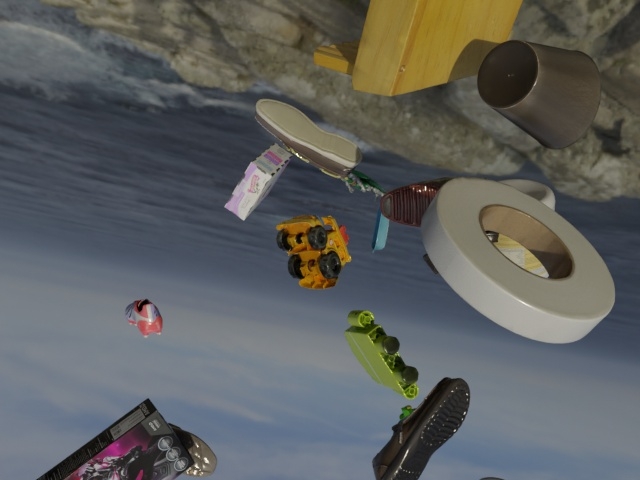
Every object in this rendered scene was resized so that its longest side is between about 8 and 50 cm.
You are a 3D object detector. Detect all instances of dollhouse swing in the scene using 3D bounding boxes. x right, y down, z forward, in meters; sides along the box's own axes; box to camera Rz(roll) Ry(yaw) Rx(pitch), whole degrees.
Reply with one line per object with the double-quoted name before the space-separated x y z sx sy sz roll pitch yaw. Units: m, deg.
"dollhouse swing" 0.190 -0.484 1.349 0.347 0.315 0.305 -22 -128 -34

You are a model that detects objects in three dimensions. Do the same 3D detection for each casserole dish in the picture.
"casserole dish" 0.207 -0.048 2.122 0.037 0.188 0.114 11 -176 -2

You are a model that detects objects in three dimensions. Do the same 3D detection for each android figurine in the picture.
"android figurine" 0.145 0.280 1.541 0.056 0.248 0.273 -34 -176 -16

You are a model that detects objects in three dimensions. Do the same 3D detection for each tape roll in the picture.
"tape roll" 0.381 0.024 1.217 0.392 0.392 0.072 13 130 -18

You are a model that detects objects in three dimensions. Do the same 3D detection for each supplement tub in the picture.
"supplement tub" 0.600 0.000 1.956 0.241 0.331 0.241 -7 -152 4

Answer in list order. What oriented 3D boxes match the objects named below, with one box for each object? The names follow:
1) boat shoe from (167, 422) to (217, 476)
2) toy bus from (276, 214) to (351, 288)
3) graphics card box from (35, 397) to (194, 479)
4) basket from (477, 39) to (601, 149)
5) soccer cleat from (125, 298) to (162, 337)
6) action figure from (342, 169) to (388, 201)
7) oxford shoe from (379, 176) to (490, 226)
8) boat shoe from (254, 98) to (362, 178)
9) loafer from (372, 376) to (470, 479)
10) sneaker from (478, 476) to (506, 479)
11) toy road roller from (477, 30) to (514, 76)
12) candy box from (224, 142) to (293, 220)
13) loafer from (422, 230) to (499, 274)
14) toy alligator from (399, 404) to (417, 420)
"boat shoe" -0.465 0.627 1.955 0.324 0.123 0.116 28 171 3
"toy bus" 0.000 0.000 1.831 0.149 0.211 0.220 -3 121 38
"graphics card box" -0.566 0.646 1.748 0.094 0.371 0.232 21 141 56
"basket" 0.420 -0.294 1.220 0.227 0.204 0.154 3 -173 -43
"soccer cleat" -0.497 0.198 1.765 0.083 0.095 0.248 -8 -168 -25
"action figure" 0.137 -0.203 2.231 0.232 0.063 0.137 26 166 -33
"oxford shoe" 0.316 -0.114 1.755 0.348 0.123 0.130 -4 -161 -16
"boat shoe" -0.045 -0.277 1.740 0.324 0.116 0.096 27 140 -11
"loafer" 0.249 0.499 1.660 0.134 0.366 0.130 39 178 -37
"sneaker" 0.429 0.764 1.751 0.099 0.153 0.282 41 137 -6
"toy road roller" 0.454 -0.659 2.005 0.241 0.202 0.329 31 -156 23
"candy box" -0.171 -0.169 1.765 0.070 0.165 0.196 36 -152 -2
"loafer" 0.398 0.035 1.749 0.220 0.078 0.080 -23 176 20
"toy alligator" 0.298 0.561 1.954 0.190 0.051 0.056 32 -159 -38
